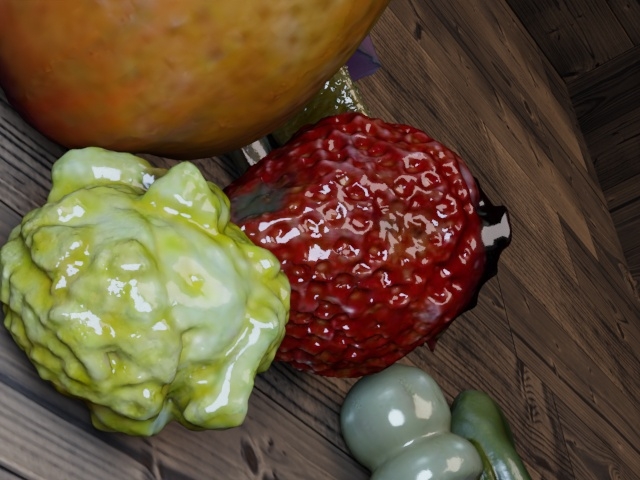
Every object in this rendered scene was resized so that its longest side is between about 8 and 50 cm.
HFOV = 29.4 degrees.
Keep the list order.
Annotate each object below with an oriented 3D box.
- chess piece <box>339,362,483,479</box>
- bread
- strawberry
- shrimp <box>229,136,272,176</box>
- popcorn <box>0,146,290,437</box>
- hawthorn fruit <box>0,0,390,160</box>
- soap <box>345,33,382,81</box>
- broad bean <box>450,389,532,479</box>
[{"bbox_3d":[0.126,0.294,1.352,0.182,0.182,0.330,17,43,-61],"label":"chess piece"},{"bbox_3d":[-0.008,-0.170,1.594,0.196,0.138,0.102,64,15,-2],"label":"bread"},{"bbox_3d":[0.007,-0.006,1.285,0.310,0.292,0.291,30,35,-26],"label":"strawberry"},{"bbox_3d":[-0.085,-0.125,1.503,0.251,0.052,0.143,65,15,6],"label":"shrimp"},{"bbox_3d":[-0.138,0.048,0.997,0.256,0.195,0.255,8,49,-42],"label":"popcorn"},{"bbox_3d":[-0.131,-0.313,1.115,0.472,0.472,0.472,48,26,-32],"label":"hawthorn fruit"},{"bbox_3d":[-0.006,-0.393,1.952,0.181,0.081,0.259,24,44,-56],"label":"soap"},{"bbox_3d":[0.224,0.295,1.649,0.228,0.100,0.169,-79,146,-75],"label":"broad bean"}]
